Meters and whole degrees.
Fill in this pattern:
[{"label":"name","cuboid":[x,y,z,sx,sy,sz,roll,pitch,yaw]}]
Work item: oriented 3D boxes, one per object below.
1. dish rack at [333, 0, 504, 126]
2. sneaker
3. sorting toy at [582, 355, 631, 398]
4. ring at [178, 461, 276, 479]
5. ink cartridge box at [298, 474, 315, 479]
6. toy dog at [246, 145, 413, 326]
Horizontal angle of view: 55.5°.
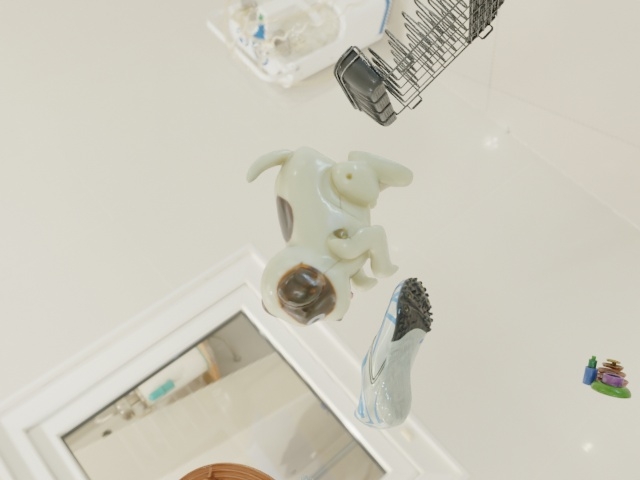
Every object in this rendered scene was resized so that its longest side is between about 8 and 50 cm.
[{"label":"dish rack","cuboid":[0.153,-0.285,0.865,0.074,0.271,0.208,47,-173,10]},{"label":"sneaker","cuboid":[0.102,0.157,0.886,0.085,0.237,0.086,39,145,-29]},{"label":"sorting toy","cuboid":[0.404,0.188,0.856,0.061,0.102,0.042,11,93,21]},{"label":"ring","cuboid":[-0.136,0.504,0.896,0.337,0.336,0.032,42,-168,26]},{"label":"ink cartridge box","cuboid":[-0.065,0.599,1.085,0.060,0.239,0.275,14,126,44]},{"label":"toy dog","cuboid":[0.000,0.000,1.409,0.396,0.407,0.285,24,158,-24]}]
